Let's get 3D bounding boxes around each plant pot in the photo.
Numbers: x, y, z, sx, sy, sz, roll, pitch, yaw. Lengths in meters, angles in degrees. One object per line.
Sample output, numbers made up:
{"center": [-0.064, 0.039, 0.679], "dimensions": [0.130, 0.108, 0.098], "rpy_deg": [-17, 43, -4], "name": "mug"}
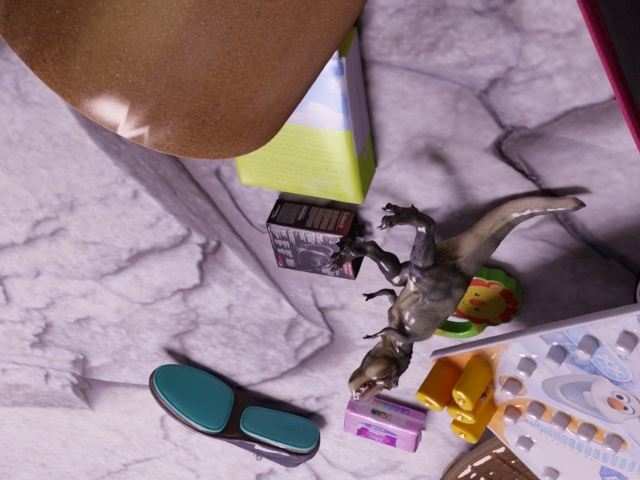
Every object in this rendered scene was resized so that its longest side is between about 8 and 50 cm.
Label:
{"center": [-0.036, -0.212, 0.681], "dimensions": [0.237, 0.237, 0.254], "rpy_deg": [36, 129, -18], "name": "plant pot"}

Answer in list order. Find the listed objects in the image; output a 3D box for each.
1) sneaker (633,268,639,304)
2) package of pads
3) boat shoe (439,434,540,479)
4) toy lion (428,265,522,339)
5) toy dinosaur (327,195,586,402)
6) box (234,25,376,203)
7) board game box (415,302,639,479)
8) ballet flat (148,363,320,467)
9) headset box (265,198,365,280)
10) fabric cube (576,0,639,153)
{"center": [0.310, 0.057, 0.894], "dimensions": [0.147, 0.130, 0.330], "rpy_deg": [22, 145, -2], "name": "sneaker"}
{"center": [0.067, 0.191, 1.283], "dimensions": [0.083, 0.032, 0.050], "rpy_deg": [16, 143, 10], "name": "package of pads"}
{"center": [0.176, 0.250, 1.238], "dimensions": [0.121, 0.110, 0.341], "rpy_deg": [34, 133, -4], "name": "boat shoe"}
{"center": [0.129, 0.055, 1.079], "dimensions": [0.096, 0.034, 0.100], "rpy_deg": [10, 143, 6], "name": "toy lion"}
{"center": [0.082, 0.022, 1.002], "dimensions": [0.118, 0.064, 0.268], "rpy_deg": [31, 124, -15], "name": "toy dinosaur"}
{"center": [-0.021, -0.107, 0.936], "dimensions": [0.109, 0.042, 0.178], "rpy_deg": [10, 142, 17], "name": "box"}
{"center": [0.312, 0.207, 0.955], "dimensions": [0.390, 0.050, 0.390], "rpy_deg": [45, 150, -14], "name": "board game box"}
{"center": [-0.099, 0.201, 1.359], "dimensions": [0.203, 0.074, 0.074], "rpy_deg": [22, 145, -2], "name": "ballet flat"}
{"center": [0.000, 0.000, 1.072], "dimensions": [0.083, 0.032, 0.062], "rpy_deg": [8, 142, 19], "name": "headset box"}
{"center": [0.229, -0.200, 0.425], "dimensions": [0.259, 0.258, 0.254], "rpy_deg": [-15, 104, 41], "name": "fabric cube"}
